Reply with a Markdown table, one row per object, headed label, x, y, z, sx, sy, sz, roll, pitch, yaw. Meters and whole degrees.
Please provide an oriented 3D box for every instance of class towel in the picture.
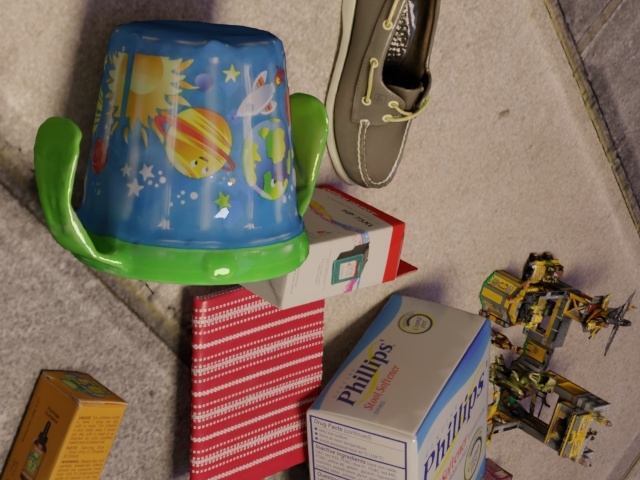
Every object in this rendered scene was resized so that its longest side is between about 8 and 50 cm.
| label | x | y | z | sx | sy | sz | roll | pitch | yaw |
| --- | --- | --- | --- | --- | --- | --- | --- | --- | --- |
| towel | -0.076 | 0.170 | 1.606 | 0.199 | 0.031 | 0.275 | -16 | 119 | -40 |

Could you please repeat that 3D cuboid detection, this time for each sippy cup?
| label | x | y | z | sx | sy | sz | roll | pitch | yaw |
| --- | --- | --- | --- | --- | --- | --- | --- | --- | --- |
| sippy cup | -0.123 | -0.094 | 1.303 | 0.305 | 0.240 | 0.224 | -67 | 161 | -75 |

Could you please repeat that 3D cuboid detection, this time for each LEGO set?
| label | x | y | z | sx | sy | sz | roll | pitch | yaw |
| --- | --- | --- | --- | --- | --- | --- | --- | --- | --- |
| LEGO set | 0.338 | 0.204 | 2.009 | 0.255 | 0.192 | 0.331 | 9 | 106 | -50 |

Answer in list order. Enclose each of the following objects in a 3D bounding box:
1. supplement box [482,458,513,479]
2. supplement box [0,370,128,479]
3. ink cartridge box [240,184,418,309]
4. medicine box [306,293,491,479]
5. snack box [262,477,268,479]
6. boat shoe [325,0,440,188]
| label | x | y | z | sx | sy | sz | roll | pitch | yaw |
| --- | --- | --- | --- | --- | --- | --- | --- | --- | --- |
| supplement box | 0.256 | 0.383 | 2.143 | 0.083 | 0.055 | 0.043 | -5 | 118 | -46 |
| supplement box | -0.289 | 0.259 | 1.439 | 0.080 | 0.078 | 0.233 | 8 | 108 | -50 |
| ink cartridge box | 0.000 | 0.000 | 1.552 | 0.231 | 0.134 | 0.078 | -13 | 122 | -44 |
| medicine box | 0.108 | 0.266 | 1.764 | 0.263 | 0.149 | 0.289 | -50 | 146 | -47 |
| snack box | -0.087 | 0.241 | 1.683 | 0.100 | 0.037 | 0.141 | -39 | 135 | -28 |
| boat shoe | 0.077 | -0.189 | 1.553 | 0.109 | 0.091 | 0.305 | -20 | 127 | -39 |
